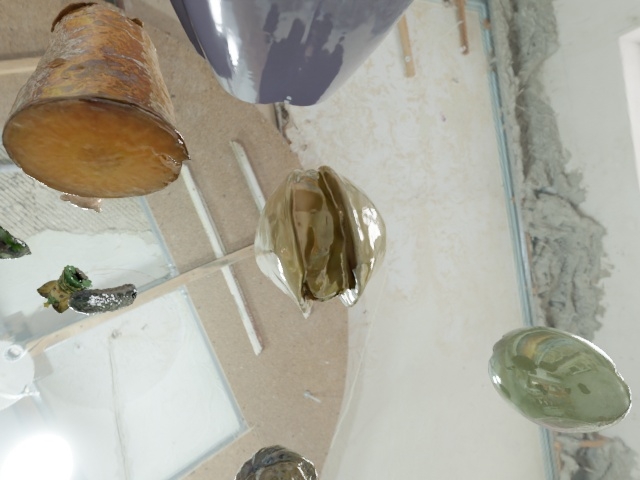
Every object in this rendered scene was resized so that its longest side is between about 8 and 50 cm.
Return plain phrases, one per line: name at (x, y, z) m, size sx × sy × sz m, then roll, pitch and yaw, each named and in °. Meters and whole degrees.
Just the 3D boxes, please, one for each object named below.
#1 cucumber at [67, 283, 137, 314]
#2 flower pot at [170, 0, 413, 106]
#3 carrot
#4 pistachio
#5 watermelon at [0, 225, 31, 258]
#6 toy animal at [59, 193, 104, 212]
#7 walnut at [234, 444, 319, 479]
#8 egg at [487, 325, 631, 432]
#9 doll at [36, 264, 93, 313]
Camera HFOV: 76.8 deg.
cucumber at (-0.500, 0.139, 0.938) m, size 0.067 × 0.245 × 0.067 m, roll 0°, pitch -91°, yaw -1°
flower pot at (-0.025, -0.251, 0.340) m, size 0.265 × 0.243 × 0.265 m, roll 4°, pitch -110°, yaw -12°
carrot at (-0.285, -0.202, 0.538) m, size 0.196 × 0.196 × 0.254 m, roll 3°, pitch -123°, yaw -30°
pistachio at (0.000, 0.000, 0.672) m, size 0.229 × 0.321 × 0.237 m, roll -13°, pitch -94°, yaw -3°
watermelon at (-0.734, -0.043, 0.857) m, size 0.063 × 0.119 × 0.245 m, roll -50°, pitch -65°, yaw -14°
toy animal at (-0.468, -0.095, 0.830) m, size 0.114 × 0.091 × 0.082 m, roll 4°, pitch -98°, yaw -35°
walnut at (-0.119, 0.704, 1.118) m, size 0.248 × 0.248 × 0.248 m, roll 3°, pitch -96°, yaw -30°
egg at (0.435, 0.257, 0.739) m, size 0.183 × 0.217 × 0.183 m, roll -7°, pitch -76°, yaw -29°
doll at (-0.591, 0.111, 0.943) m, size 0.113 × 0.076 × 0.078 m, roll -40°, pitch -84°, yaw 12°
